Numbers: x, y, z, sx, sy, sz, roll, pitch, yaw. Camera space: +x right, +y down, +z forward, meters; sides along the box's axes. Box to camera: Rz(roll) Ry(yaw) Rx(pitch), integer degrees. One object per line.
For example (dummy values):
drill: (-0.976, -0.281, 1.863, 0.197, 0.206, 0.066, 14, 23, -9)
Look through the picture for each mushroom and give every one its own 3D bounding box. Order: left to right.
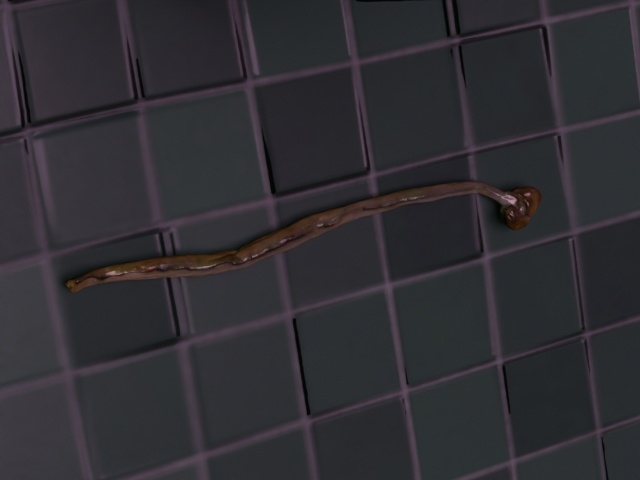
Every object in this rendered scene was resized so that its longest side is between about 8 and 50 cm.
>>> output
mushroom: (-0.003, -0.005, 0.984, 0.286, 0.028, 0.026, -8, 142, -26)
